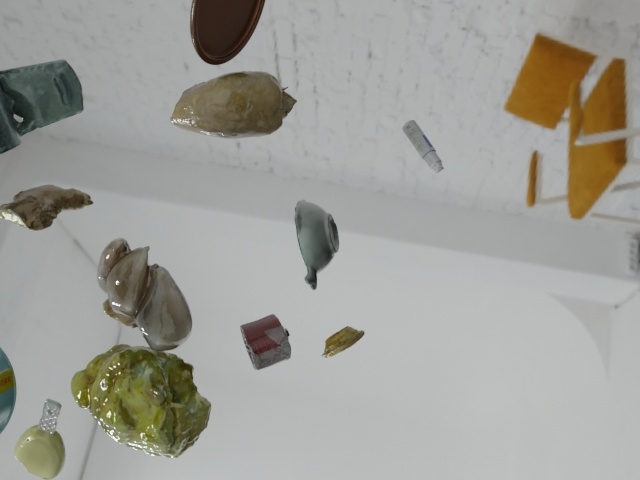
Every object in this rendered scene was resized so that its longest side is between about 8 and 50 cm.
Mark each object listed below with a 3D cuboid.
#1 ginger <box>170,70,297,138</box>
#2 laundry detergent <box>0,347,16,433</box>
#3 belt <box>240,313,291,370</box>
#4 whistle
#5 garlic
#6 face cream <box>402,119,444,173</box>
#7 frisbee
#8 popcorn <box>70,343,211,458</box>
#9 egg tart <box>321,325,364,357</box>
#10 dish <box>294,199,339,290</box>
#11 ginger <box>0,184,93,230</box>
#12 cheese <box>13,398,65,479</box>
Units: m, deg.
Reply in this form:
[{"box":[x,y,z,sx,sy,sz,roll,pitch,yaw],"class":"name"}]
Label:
[{"box":[-0.180,-0.282,1.446,0.152,0.267,0.138,-105,13,-69],"class":"ginger"},{"box":[-0.767,0.314,1.288,0.305,0.287,0.287,-93,12,-88],"class":"laundry detergent"},{"box":[-0.141,0.269,1.870,0.201,0.124,0.128,157,93,-79],"class":"belt"},{"box":[-0.757,-0.302,1.616,0.405,0.188,0.168,-41,-55,-47],"class":"whistle"},{"box":[-0.410,0.136,1.600,0.132,0.279,0.325,-47,0,-25],"class":"garlic"},{"box":[0.216,-0.193,1.450,0.130,0.034,0.034,61,168,24],"class":"face cream"},{"box":[-0.176,-0.463,1.351,0.251,0.021,0.251,-55,-17,-26],"class":"frisbee"},{"box":[-0.455,0.422,1.782,0.334,0.292,0.293,54,-168,-14],"class":"popcorn"},{"box":[0.052,0.258,1.796,0.049,0.128,0.129,59,-178,5],"class":"egg tart"},{"box":[0.000,0.000,1.797,0.224,0.078,0.246,55,-152,-62],"class":"dish"},{"box":[-0.661,-0.091,1.670,0.213,0.137,0.074,-41,-23,-51],"class":"ginger"},{"box":[-0.664,0.469,1.671,0.050,0.127,0.255,-68,2,-60],"class":"cheese"}]
